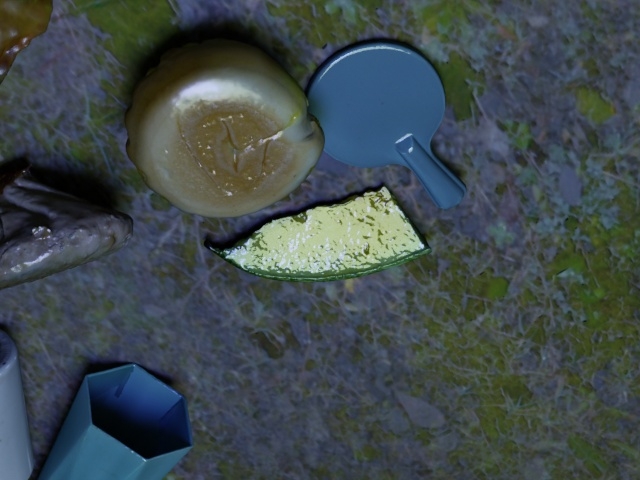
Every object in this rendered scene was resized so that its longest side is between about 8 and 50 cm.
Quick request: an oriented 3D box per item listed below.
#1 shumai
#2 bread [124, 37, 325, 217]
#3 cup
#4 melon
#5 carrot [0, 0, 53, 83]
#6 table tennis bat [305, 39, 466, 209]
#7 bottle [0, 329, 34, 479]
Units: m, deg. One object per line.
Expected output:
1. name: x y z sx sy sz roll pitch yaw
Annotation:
1. shumai: -0.303 -0.017 1.774 0.201 0.201 0.120 -21 89 2
2. bread: -0.104 -0.118 1.750 0.213 0.105 0.213 -8 133 -9
3. cup: -0.267 0.271 2.011 0.134 0.148 0.236 19 129 -26
4. melon: -0.001 0.000 1.909 0.261 0.053 0.114 -8 122 -9
5. carrot: -0.398 -0.253 1.480 0.340 0.241 0.241 25 118 -31
6. table tennis bat: 0.084 -0.119 1.843 0.153 0.040 0.244 -34 125 14
7. bottle: -0.389 0.219 1.948 0.104 0.104 0.245 -8 129 -9
